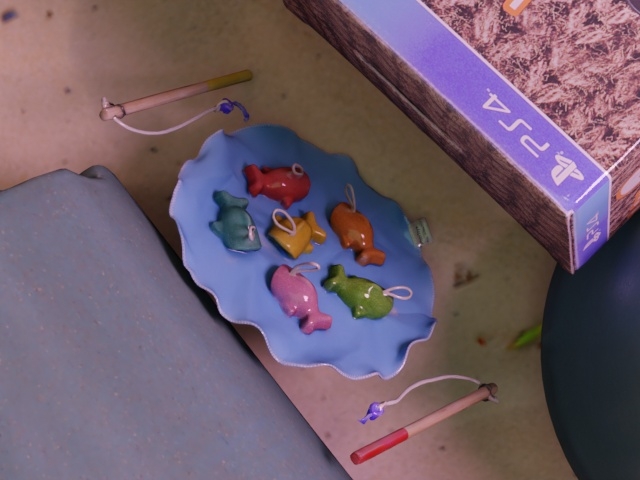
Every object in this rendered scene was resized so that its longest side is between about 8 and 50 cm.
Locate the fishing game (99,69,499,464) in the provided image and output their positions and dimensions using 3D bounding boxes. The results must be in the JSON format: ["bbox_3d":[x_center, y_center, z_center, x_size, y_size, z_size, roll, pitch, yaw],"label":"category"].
[{"bbox_3d":[0.000,0.000,0.958,0.264,0.189,0.041,55,130,16],"label":"fishing game"}]

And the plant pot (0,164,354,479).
[{"bbox_3d":[-0.139,0.159,0.932,0.341,0.341,0.334,-34,85,8],"label":"plant pot"}]

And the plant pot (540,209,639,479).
[{"bbox_3d":[0.285,0.061,0.878,0.293,0.235,0.293,0,87,-3],"label":"plant pot"}]

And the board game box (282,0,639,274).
[{"bbox_3d":[0.148,-0.173,0.844,0.291,0.141,0.232,-45,75,-2],"label":"board game box"}]
